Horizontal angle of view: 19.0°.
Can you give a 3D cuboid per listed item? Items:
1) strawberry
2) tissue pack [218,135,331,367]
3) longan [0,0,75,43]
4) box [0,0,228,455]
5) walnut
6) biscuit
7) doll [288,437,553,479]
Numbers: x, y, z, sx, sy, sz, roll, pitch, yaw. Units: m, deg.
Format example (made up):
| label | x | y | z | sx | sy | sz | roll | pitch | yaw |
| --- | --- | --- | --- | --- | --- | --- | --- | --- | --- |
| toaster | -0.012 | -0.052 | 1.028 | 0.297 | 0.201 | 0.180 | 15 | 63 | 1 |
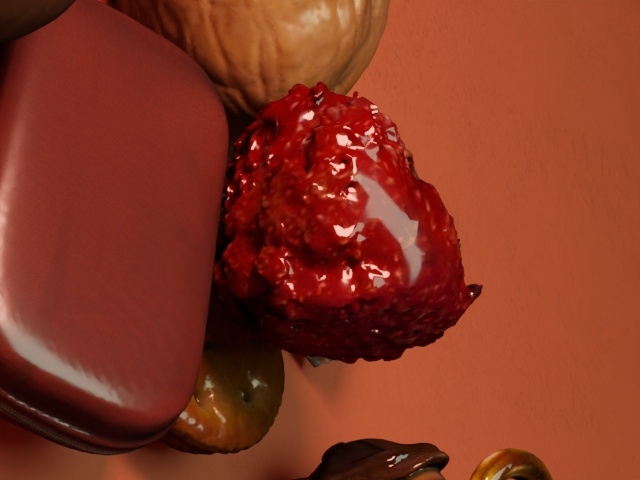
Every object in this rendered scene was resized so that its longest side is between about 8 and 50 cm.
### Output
| label | x | y | z | sx | sy | sz | roll | pitch | yaw |
| --- | --- | --- | --- | --- | --- | --- | --- | --- | --- |
| strawberry | 0.000 | 0.000 | 1.703 | 0.220 | 0.274 | 0.274 | -31 | 109 | -18 |
| tissue pack | -0.024 | -0.020 | 1.993 | 0.257 | 0.081 | 0.185 | 56 | 34 | -30 |
| longan | -0.287 | -0.283 | 1.435 | 0.297 | 0.297 | 0.297 | 36 | 47 | -50 |
| box | -0.200 | -0.019 | 1.592 | 0.263 | 0.108 | 0.404 | 31 | 48 | -30 |
| walnut | -0.067 | -0.251 | 1.836 | 0.252 | 0.277 | 0.313 | -7 | 87 | -31 |
| biscuit | -0.120 | 0.093 | 1.744 | 0.220 | 0.066 | 0.220 | 30 | 48 | -39 |
| doll | 0.076 | 0.355 | 1.833 | 0.318 | 0.209 | 0.340 | 4 | 73 | -26 |
